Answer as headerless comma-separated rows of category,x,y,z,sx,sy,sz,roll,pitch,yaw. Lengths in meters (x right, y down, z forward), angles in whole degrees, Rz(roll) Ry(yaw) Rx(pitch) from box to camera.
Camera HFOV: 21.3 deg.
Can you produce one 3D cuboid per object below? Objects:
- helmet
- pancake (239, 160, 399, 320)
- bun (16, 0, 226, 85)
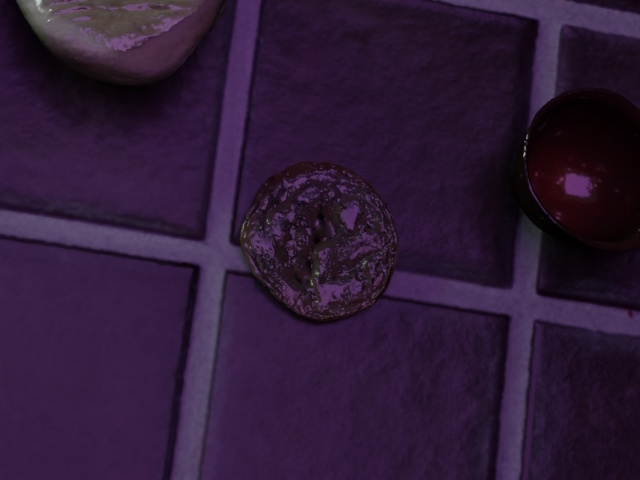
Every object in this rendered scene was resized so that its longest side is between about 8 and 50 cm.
helmet,0.259,-0.057,1.658,0.175,0.106,0.155,16,75,-12
pancake,0.000,0.000,1.635,0.158,0.028,0.158,2,79,-8
bun,-0.189,-0.242,1.602,0.210,0.116,0.237,-13,67,-11
